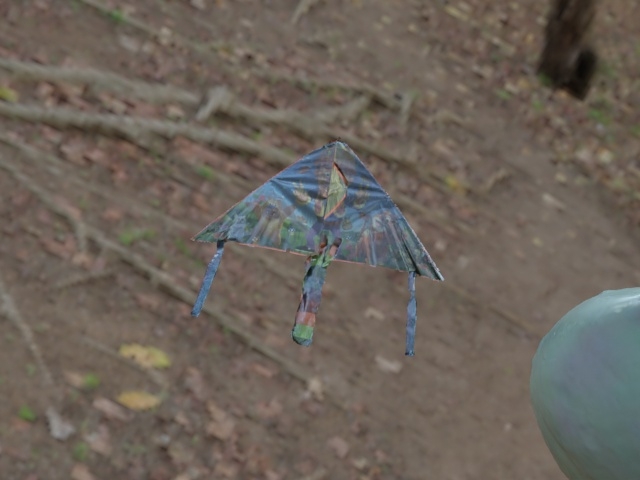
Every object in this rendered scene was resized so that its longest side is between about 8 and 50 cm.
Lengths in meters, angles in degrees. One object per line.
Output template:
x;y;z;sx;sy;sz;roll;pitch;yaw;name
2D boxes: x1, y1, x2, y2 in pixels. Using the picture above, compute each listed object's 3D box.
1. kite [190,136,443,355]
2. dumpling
0.000;0.000;1.106;0.183;0.160;0.010;10;-19;0;kite
0.169;0.089;0.737;0.149;0.105;0.216;48;-15;16;dumpling
